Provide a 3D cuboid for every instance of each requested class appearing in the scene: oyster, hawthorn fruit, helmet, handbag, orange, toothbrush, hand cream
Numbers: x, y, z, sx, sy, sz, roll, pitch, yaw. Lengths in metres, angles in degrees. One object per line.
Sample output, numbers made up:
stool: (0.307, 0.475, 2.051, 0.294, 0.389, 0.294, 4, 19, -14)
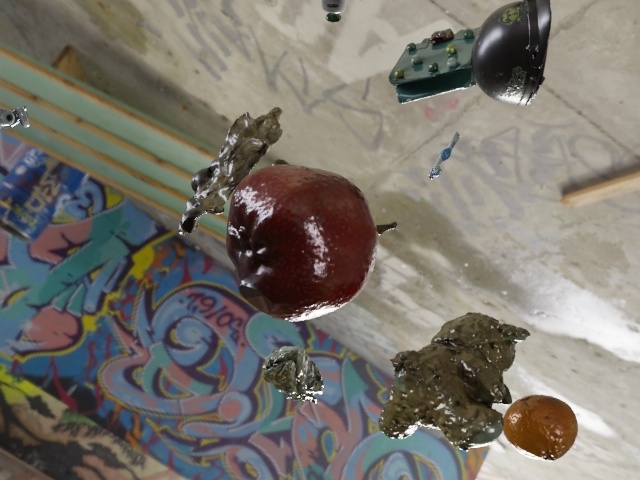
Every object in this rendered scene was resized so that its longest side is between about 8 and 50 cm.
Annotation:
oyster: (-0.069, 0.350, 1.664, 0.162, 0.158, 0.351, 5, 156, 2)
hawthorn fruit: (0.000, 0.000, 0.928, 0.266, 0.230, 0.210, -5, -179, -18)
oyster: (-0.195, -0.159, 1.354, 0.096, 0.361, 0.221, 40, 174, -22)
helmet: (0.437, -0.446, 1.463, 0.160, 0.230, 0.279, 4, 151, 10)
handbag: (0.355, -0.554, 1.927, 0.269, 0.274, 0.100, -5, 134, 33)
orange: (0.404, 0.346, 1.154, 0.136, 0.117, 0.135, 13, 147, 9)
toothbrush: (0.435, -0.302, 2.188, 0.040, 0.386, 0.040, 11, 123, 18)
hand cream: (0.047, -0.858, 1.984, 0.121, 0.076, 0.336, 9, 139, 6)

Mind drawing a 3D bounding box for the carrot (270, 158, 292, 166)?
carrot: (-0.064, -0.167, 1.791, 0.186, 0.060, 0.060, 36, 162, -12)

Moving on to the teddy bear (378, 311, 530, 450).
teddy bear: (0.228, 0.220, 1.052, 0.267, 0.256, 0.156, -19, 95, 54)

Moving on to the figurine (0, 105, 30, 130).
figurine: (-0.751, -0.261, 1.303, 0.140, 0.265, 0.193, 57, 148, 2)
